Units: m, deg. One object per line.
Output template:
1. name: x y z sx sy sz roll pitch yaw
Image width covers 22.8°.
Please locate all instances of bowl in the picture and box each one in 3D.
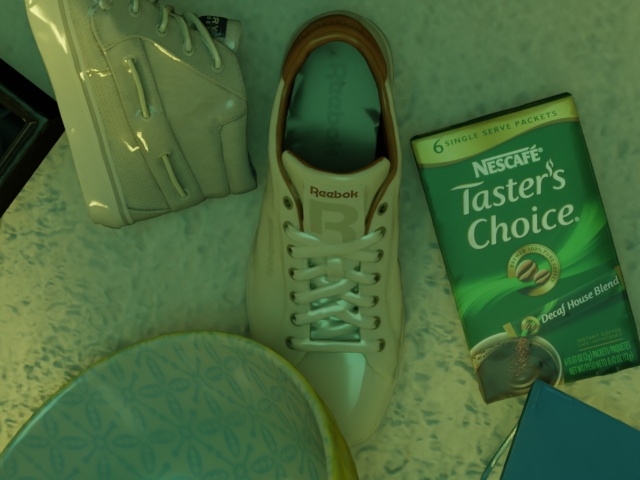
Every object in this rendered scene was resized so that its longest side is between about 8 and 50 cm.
1. bowl: -0.078 0.217 1.004 0.289 0.289 0.156 -36 133 8

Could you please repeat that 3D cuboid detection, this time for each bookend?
1. bookend: -0.275 -0.067 1.049 0.157 0.072 0.156 39 98 0

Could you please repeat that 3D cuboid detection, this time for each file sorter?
1. file sorter: 0.180 0.195 1.008 0.170 0.118 0.104 27 134 1

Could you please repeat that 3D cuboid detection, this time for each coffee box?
1. coffee box: 0.134 0.005 1.038 0.113 0.040 0.184 -14 95 6

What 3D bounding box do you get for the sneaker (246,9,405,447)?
1. sneaker: 0.000 0.000 1.009 0.106 0.123 0.290 -1 98 3

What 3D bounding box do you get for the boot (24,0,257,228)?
1. boot: -0.112 -0.133 0.997 0.123 0.095 0.258 -13 123 -1
